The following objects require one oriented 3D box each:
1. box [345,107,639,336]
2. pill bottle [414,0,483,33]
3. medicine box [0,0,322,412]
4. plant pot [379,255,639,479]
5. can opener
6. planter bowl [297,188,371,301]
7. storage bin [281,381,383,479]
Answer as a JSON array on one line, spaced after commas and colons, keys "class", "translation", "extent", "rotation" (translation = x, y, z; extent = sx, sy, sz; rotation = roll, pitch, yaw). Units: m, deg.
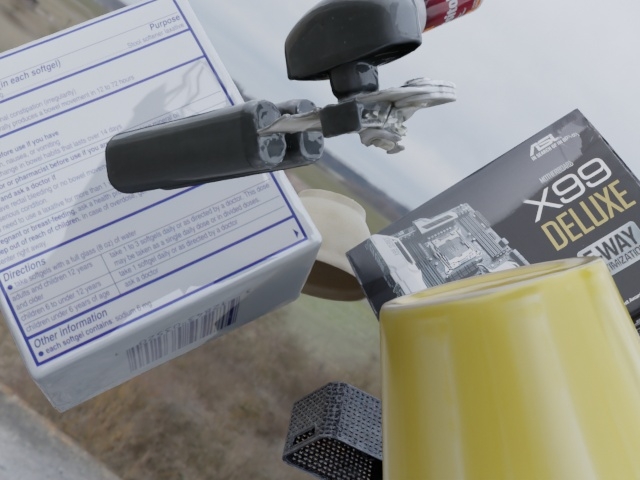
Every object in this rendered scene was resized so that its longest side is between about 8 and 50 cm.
[{"class": "box", "translation": [0.211, 0.036, 1.023], "extent": [0.076, 0.307, 0.242], "rotation": [48, 13, -54]}, {"class": "pill bottle", "translation": [0.129, -0.310, 1.234], "extent": [0.086, 0.152, 0.086], "rotation": [47, -28, 34]}, {"class": "medicine box", "translation": [-0.185, -0.039, 0.877], "extent": [0.289, 0.263, 0.149], "rotation": [60, -17, 15]}, {"class": "plant pot", "translation": [0.146, 0.144, 0.685], "extent": [0.254, 0.253, 0.239], "rotation": [-16, 93, -83]}, {"class": "can opener", "translation": [-0.035, -0.084, 0.627], "extent": [0.280, 0.093, 0.074], "rotation": [-12, -3, 41]}, {"class": "planter bowl", "translation": [0.000, 0.000, 1.263], "extent": [0.162, 0.109, 0.162], "rotation": [14, -19, 5]}, {"class": "storage bin", "translation": [0.053, 0.275, 1.303], "extent": [0.180, 0.122, 0.084], "rotation": [29, 50, -22]}]
